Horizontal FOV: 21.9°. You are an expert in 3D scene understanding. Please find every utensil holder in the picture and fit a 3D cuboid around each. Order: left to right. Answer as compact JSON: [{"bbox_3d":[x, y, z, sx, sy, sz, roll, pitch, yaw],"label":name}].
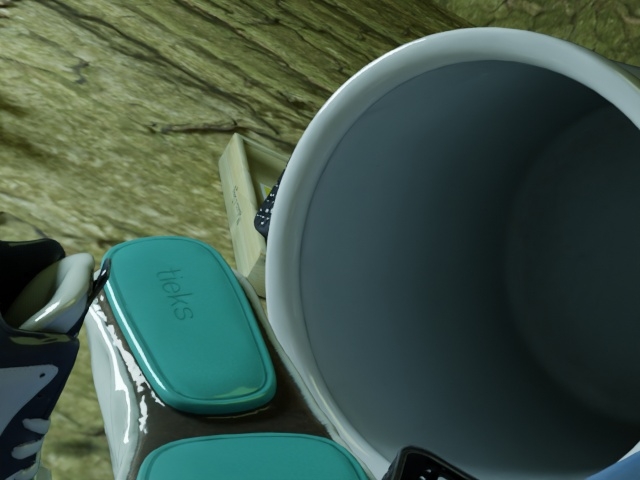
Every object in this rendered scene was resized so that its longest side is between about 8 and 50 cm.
[{"bbox_3d":[0.192,0.023,1.223,0.327,0.327,0.385,38,18,23],"label":"utensil holder"}]

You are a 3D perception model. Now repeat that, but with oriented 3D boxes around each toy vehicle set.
[{"bbox_3d":[0.000,0.000,1.442,0.166,0.035,0.267,24,19,-17],"label":"toy vehicle set"}]

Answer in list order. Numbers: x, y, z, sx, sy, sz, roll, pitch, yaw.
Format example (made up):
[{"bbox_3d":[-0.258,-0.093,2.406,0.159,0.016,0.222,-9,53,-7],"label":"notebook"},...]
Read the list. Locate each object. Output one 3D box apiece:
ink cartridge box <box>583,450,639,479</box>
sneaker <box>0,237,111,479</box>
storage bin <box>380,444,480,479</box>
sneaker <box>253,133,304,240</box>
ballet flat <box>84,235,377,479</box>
[{"bbox_3d":[0.045,0.233,0.524,0.151,0.270,0.395,35,19,21],"label":"ink cartridge box"},{"bbox_3d":[-0.135,0.077,0.743,0.235,0.153,0.094,53,8,-27],"label":"sneaker"},{"bbox_3d":[0.070,0.206,0.932,0.122,0.084,0.180,30,19,0],"label":"storage bin"},{"bbox_3d":[0.014,-0.040,1.376,0.097,0.084,0.234,31,18,-1],"label":"sneaker"},{"bbox_3d":[-0.050,0.137,0.854,0.139,0.139,0.400,21,19,-25],"label":"ballet flat"}]
